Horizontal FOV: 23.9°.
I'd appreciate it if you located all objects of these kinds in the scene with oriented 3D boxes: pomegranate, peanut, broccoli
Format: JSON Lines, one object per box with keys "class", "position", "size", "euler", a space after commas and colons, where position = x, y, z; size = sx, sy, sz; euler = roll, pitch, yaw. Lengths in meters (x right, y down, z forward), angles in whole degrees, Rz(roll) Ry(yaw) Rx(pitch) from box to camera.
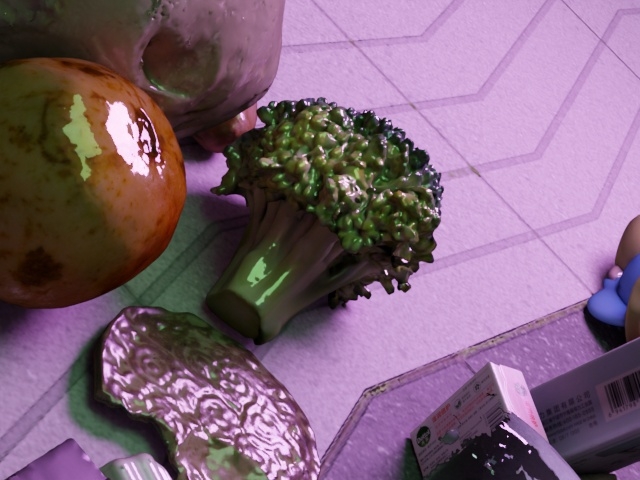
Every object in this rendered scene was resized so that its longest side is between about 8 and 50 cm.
{"class": "pomegranate", "position": [-0.221, -0.043, 1.228], "size": [0.215, 0.215, 0.215], "euler": [28, 35, -22]}
{"class": "peanut", "position": [-0.101, -0.146, 1.581], "size": [0.076, 0.076, 0.152], "euler": [30, 29, -19]}
{"class": "broccoli", "position": [0.000, 0.000, 1.432], "size": [0.263, 0.247, 0.243], "euler": [18, 54, 37]}

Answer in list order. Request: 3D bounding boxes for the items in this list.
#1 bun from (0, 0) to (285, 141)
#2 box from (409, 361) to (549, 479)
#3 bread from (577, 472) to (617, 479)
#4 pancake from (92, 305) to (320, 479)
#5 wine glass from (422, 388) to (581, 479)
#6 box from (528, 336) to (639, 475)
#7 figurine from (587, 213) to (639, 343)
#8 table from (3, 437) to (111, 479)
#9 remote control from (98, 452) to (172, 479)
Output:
{"class": "bun", "position": [-0.215, -0.222, 1.402], "size": [0.362, 0.234, 0.326], "euler": [8, 23, -41]}
{"class": "box", "position": [0.146, 0.185, 1.407], "size": [0.043, 0.125, 0.089], "euler": [19, 40, -35]}
{"class": "bread", "position": [0.213, 0.244, 1.437], "size": [0.152, 0.077, 0.105], "euler": [38, 34, -28]}
{"class": "pancake", "position": [-0.093, 0.148, 1.284], "size": [0.212, 0.029, 0.235], "euler": [-9, 58, -52]}
{"class": "wine glass", "position": [0.196, 0.313, 1.261], "size": [0.357, 0.190, 0.190], "euler": [50, 33, 6]}
{"class": "box", "position": [0.275, 0.167, 1.439], "size": [0.135, 0.269, 0.079], "euler": [9, 60, -43]}
{"class": "figurine", "position": [0.441, 0.057, 1.855], "size": [0.180, 0.154, 0.262], "euler": [32, 36, 4]}
{"class": "table", "position": [-0.175, 0.260, 0.929], "size": [0.193, 0.172, 0.169], "euler": [48, 33, 8]}
{"class": "remote control", "position": [-0.101, 0.264, 1.120], "size": [0.090, 0.049, 0.230], "euler": [-7, 58, -47]}
